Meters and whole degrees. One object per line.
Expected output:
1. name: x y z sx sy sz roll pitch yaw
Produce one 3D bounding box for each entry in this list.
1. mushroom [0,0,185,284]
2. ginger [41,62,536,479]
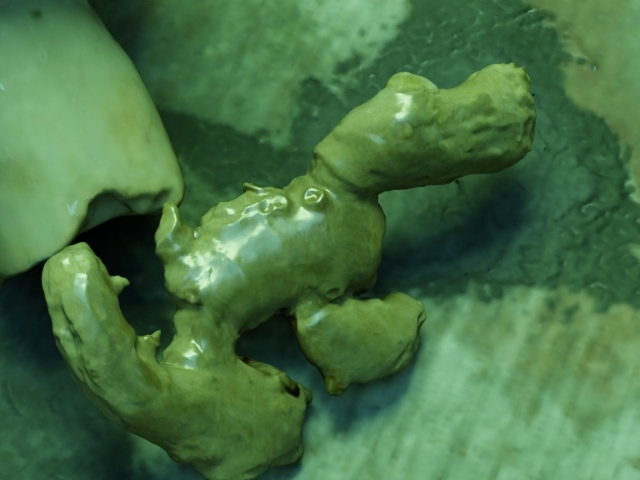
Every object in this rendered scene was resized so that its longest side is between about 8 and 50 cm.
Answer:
1. mushroom: -0.183 -0.120 0.818 0.292 0.292 0.290 -23 95 -8
2. ginger: 0.004 0.014 0.848 0.258 0.065 0.149 -32 118 -17
